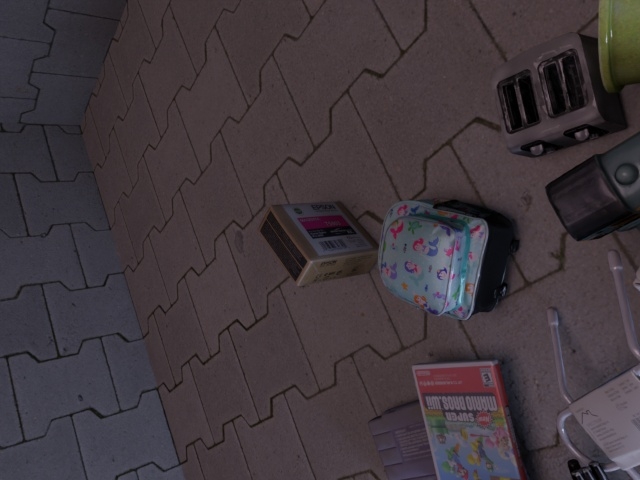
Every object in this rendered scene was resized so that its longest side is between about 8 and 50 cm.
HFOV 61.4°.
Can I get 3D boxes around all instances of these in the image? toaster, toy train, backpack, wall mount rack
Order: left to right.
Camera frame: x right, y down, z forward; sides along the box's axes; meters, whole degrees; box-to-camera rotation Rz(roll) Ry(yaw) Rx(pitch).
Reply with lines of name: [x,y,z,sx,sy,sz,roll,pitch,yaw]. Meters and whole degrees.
backpack: [0.227,0.027,1.084,0.253,0.191,0.225,27,116,49]
toaster: [0.394,-0.244,0.900,0.168,0.110,0.185,-15,84,48]
wall mount rack: [0.467,0.204,0.827,0.304,0.131,0.350,54,154,24]
toy train: [0.486,-0.106,0.753,0.334,0.190,0.142,-38,68,45]

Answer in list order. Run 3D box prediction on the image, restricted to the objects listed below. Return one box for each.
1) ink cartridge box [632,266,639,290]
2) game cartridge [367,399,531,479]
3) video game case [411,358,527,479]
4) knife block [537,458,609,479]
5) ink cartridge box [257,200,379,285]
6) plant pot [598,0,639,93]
ink cartridge box: [0.521,0.050,0.641,0.172,0.237,0.100,-56,16,-7]
game cartridge: [0.267,0.462,1.189,0.355,0.068,0.230,-37,64,45]
video game case: [0.297,0.385,1.083,0.204,0.025,0.285,-19,82,48]
knife block: [0.468,0.497,0.884,0.088,0.276,0.242,169,124,-77]
ink cartridge box: [0.000,0.000,1.292,0.193,0.235,0.088,52,130,29]
plant pot: [0.514,-0.327,0.667,0.254,0.276,0.276,9,103,36]
